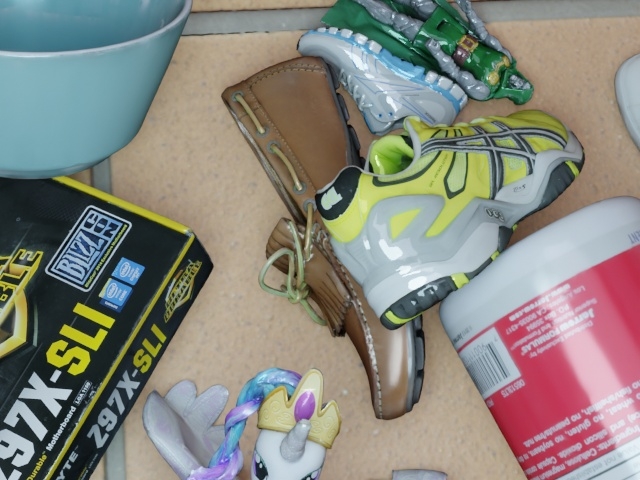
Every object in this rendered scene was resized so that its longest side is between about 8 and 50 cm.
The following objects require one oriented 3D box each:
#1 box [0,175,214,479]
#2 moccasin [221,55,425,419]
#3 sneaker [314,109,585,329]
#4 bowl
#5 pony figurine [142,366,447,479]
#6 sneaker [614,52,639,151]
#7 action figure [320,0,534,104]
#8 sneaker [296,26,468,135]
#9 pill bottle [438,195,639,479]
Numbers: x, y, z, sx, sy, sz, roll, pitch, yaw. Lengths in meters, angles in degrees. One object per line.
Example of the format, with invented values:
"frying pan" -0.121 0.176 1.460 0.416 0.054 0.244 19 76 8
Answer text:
"box" -0.288 0.095 1.227 0.257 0.079 0.322 23 71 22
"moccasin" 0.000 -0.001 1.298 0.147 0.139 0.380 -20 79 -5
"sneaker" 0.133 -0.065 1.244 0.147 0.145 0.385 52 35 -2
"bowl" -0.282 -0.170 1.267 0.311 0.163 0.311 6 30 -3
"pony figurine" -0.043 0.271 1.135 0.303 0.351 0.363 14 91 2
"sneaker" 0.422 -0.094 1.377 0.106 0.123 0.290 -32 78 -12
"action figure" 0.132 -0.220 1.418 0.232 0.063 0.137 35 64 1
"sneaker" 0.056 -0.158 1.388 0.191 0.071 0.083 25 78 2
"pill bottle" 0.299 0.182 1.224 0.229 0.229 0.407 -26 78 -13
